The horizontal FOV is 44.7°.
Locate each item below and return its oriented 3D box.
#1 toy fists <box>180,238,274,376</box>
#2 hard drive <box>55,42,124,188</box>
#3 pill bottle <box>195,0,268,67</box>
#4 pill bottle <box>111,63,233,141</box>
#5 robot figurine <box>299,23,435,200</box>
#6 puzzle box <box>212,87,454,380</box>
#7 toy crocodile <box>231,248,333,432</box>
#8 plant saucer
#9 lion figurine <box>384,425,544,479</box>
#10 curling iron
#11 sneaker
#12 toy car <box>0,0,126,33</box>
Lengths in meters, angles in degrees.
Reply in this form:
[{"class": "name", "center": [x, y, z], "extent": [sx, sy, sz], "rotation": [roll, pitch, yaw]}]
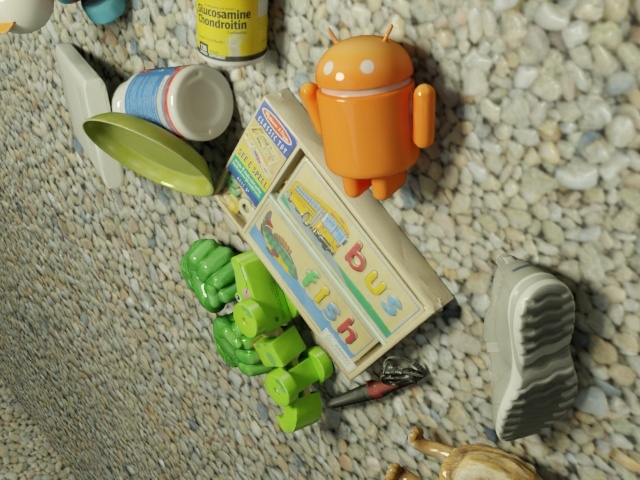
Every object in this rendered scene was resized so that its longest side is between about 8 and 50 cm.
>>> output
[{"class": "toy fists", "center": [-0.169, 0.126, 1.447], "extent": [0.142, 0.096, 0.279], "rotation": [-14, 101, 55]}, {"class": "hard drive", "center": [-0.445, -0.246, 1.491], "extent": [0.307, 0.040, 0.202], "rotation": [-136, 36, -54]}, {"class": "pill bottle", "center": [-0.125, -0.348, 1.101], "extent": [0.103, 0.103, 0.184], "rotation": [31, 133, 33]}, {"class": "pill bottle", "center": [-0.259, -0.229, 1.309], "extent": [0.222, 0.124, 0.124], "rotation": [9, 119, 45]}, {"class": "robot figurine", "center": [0.059, -0.163, 0.989], "extent": [0.158, 0.128, 0.219], "rotation": [-135, 34, -59]}, {"class": "puzzle box", "center": [0.000, 0.000, 1.220], "extent": [0.409, 0.052, 0.272], "rotation": [52, 141, 11]}, {"class": "toy crocodile", "center": [-0.076, 0.177, 1.364], "extent": [0.105, 0.115, 0.340], "rotation": [-9, 106, 51]}, {"class": "plant saucer", "center": [-0.281, -0.149, 1.305], "extent": [0.241, 0.037, 0.241], "rotation": [22, 165, 6]}, {"class": "lion figurine", "center": [0.228, 0.435, 1.193], "extent": [0.240, 0.142, 0.392], "rotation": [19, 141, 31]}, {"class": "curling iron", "center": [0.082, 0.239, 1.284], "extent": [0.068, 0.035, 0.274], "rotation": [27, 149, -16]}, {"class": "sneaker", "center": [0.263, 0.140, 1.001], "extent": [0.115, 0.105, 0.281], "rotation": [-119, 22, -54]}, {"class": "toy car", "center": [-0.496, -0.431, 1.301], "extent": [0.210, 0.238, 0.219], "rotation": [34, 162, 30]}]
